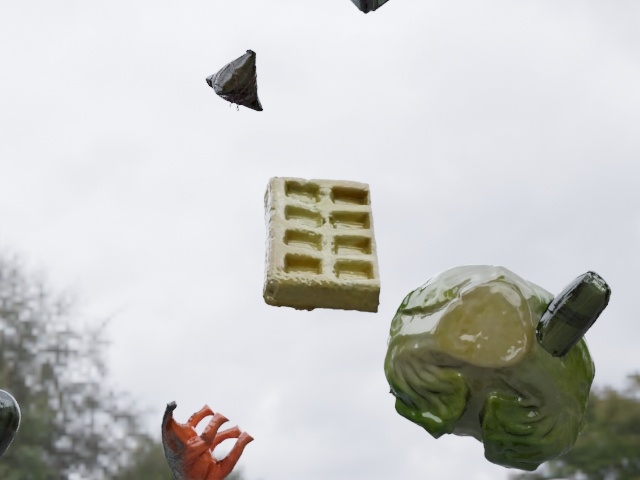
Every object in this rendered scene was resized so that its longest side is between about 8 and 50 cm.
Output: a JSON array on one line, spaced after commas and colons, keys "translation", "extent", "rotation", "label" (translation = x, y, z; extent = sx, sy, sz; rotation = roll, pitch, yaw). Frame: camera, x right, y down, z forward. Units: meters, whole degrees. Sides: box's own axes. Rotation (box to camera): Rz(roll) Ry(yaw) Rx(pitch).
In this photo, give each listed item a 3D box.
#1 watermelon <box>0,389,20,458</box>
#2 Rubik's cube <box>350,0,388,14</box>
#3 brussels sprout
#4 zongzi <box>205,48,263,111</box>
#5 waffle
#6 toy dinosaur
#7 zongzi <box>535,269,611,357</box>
[{"translation": [-0.404, 0.229, 1.761], "extent": [0.078, 0.110, 0.078], "rotation": [29, -11, 7], "label": "watermelon"}, {"translation": [0.065, -0.493, 1.754], "extent": [0.288, 0.283, 0.293], "rotation": [-38, -18, -10], "label": "Rubik's cube"}, {"translation": [0.210, 0.157, 1.838], "extent": [0.260, 0.227, 0.294], "rotation": [18, -22, 18], "label": "brussels sprout"}, {"translation": [-0.090, -0.173, 1.697], "extent": [0.073, 0.067, 0.083], "rotation": [37, -14, -15], "label": "zongzi"}, {"translation": [0.000, 0.000, 2.195], "extent": [0.168, 0.274, 0.057], "rotation": [6, -50, -7], "label": "waffle"}, {"translation": [-0.115, 0.224, 1.500], "extent": [0.101, 0.055, 0.279], "rotation": [-40, -39, -10], "label": "toy dinosaur"}, {"translation": [0.288, 0.071, 1.649], "extent": [0.104, 0.052, 0.113], "rotation": [-52, -8, 21], "label": "zongzi"}]
